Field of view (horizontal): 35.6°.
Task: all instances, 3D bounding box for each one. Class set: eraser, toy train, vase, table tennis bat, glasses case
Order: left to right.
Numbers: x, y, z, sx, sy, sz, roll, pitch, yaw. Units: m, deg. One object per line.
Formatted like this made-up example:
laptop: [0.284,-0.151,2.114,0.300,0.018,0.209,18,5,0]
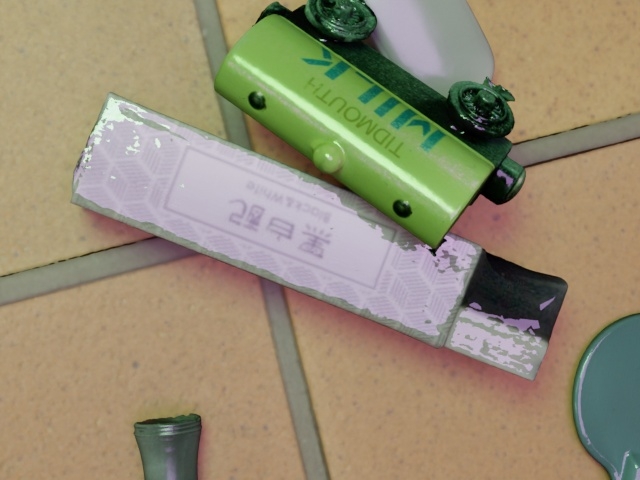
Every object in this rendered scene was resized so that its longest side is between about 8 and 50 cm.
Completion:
vase: [-0.121,0.255,0.829,0.086,0.086,0.214,-4,88,-10]
eraser: [0.000,0.000,0.829,0.404,0.098,0.096,23,89,-9]
toy train: [0.037,-0.093,0.776,0.253,0.105,0.157,36,43,6]
glasses case: [0.064,-0.213,0.851,0.092,0.059,0.233,-35,98,-5]
table tennis bat: [0.295,0.186,0.918,0.153,0.040,0.244,15,85,-9]
